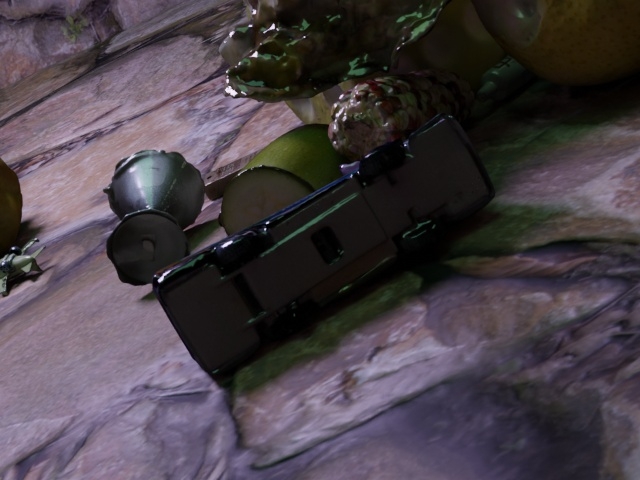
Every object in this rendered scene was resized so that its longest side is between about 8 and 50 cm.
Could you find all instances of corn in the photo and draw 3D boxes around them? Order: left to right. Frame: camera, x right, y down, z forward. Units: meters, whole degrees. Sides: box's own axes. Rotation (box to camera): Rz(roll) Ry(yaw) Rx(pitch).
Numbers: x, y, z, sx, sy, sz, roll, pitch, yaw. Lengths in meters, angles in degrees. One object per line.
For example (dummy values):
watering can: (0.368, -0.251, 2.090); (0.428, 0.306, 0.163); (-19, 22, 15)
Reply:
corn: (0.095, -0.138, 1.583); (0.092, 0.092, 0.280); (-17, 6, 29)

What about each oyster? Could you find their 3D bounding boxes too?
oyster: (0.033, -0.283, 1.562); (0.351, 0.115, 0.238); (-35, 48, 25)

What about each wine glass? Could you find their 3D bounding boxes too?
wine glass: (-0.191, -0.022, 1.723); (0.122, 0.122, 0.183); (-25, 24, 7)

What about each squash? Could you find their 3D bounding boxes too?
squash: (-0.014, -0.062, 1.550); (0.123, 0.123, 0.186); (-16, 21, 32)

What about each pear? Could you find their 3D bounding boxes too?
pear: (0.278, -0.288, 1.545); (0.271, 0.271, 0.271); (-24, 18, 8)

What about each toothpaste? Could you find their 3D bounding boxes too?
toothpaste: (0.253, -0.217, 1.738); (0.060, 0.038, 0.233); (9, 36, 44)

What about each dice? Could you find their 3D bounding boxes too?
dice: (0.071, -0.261, 1.809); (0.238, 0.226, 0.233); (-34, 19, -19)

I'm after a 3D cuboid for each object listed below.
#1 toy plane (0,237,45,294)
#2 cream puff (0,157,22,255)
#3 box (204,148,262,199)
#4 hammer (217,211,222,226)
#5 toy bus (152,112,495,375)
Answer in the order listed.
toy plane: (-0.410, 0.036, 1.973); (0.111, 0.040, 0.102); (-13, 33, 33)
cream puff: (-0.577, -0.069, 2.149); (0.274, 0.269, 0.323); (-24, 19, -6)
box: (-0.107, -0.084, 1.901); (0.083, 0.024, 0.053); (-23, 18, 8)
hammer: (-0.043, -0.063, 1.754); (0.178, 0.021, 0.065); (-36, 19, -28)
toy bus: (0.000, 0.000, 1.386); (0.317, 0.112, 0.138); (-29, 7, -10)
